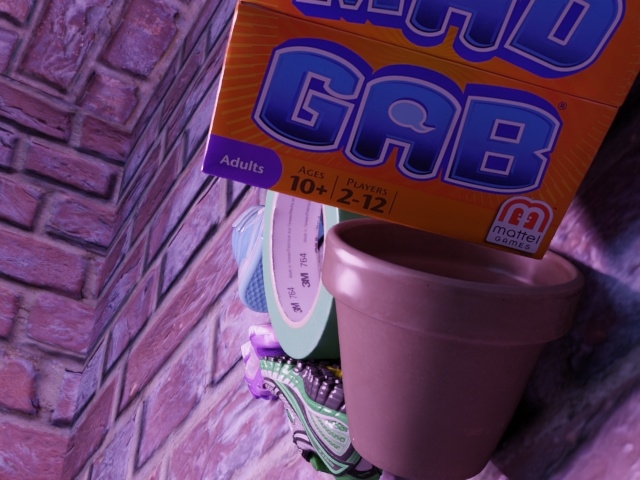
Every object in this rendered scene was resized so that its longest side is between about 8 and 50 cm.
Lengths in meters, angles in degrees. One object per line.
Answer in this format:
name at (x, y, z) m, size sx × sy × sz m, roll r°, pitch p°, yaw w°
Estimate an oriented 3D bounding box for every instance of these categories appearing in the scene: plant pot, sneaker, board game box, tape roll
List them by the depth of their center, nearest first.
plant pot at (0.122, 0.116, 0.911) m, size 0.263 × 0.263 × 0.229 m, roll -140°, pitch 55°, yaw -66°
board game box at (0.108, -0.257, 0.911) m, size 0.356 × 0.356 × 0.356 m, roll -85°, pitch 11°, yaw -57°
sneaker at (-0.006, 0.234, 1.185) m, size 0.343 × 0.134 × 0.146 m, roll -170°, pitch 85°, yaw -75°
tape roll at (0.000, 0.000, 1.190) m, size 0.321 × 0.077 × 0.321 m, roll -179°, pitch 90°, yaw -69°
sneaker at (-0.076, 0.198, 1.396) m, size 0.236 × 0.095 × 0.104 m, roll 119°, pitch 155°, yaw -67°
sneaker at (-0.074, -0.049, 1.593) m, size 0.319 × 0.127 × 0.208 m, roll -60°, pitch 25°, yaw 17°

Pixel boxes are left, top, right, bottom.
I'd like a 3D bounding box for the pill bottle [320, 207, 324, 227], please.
pill bottle at (0.068, -0.021, 1.273) m, size 0.108 × 0.108 × 0.193 m, roll -66°, pitch 23°, yaw 4°
